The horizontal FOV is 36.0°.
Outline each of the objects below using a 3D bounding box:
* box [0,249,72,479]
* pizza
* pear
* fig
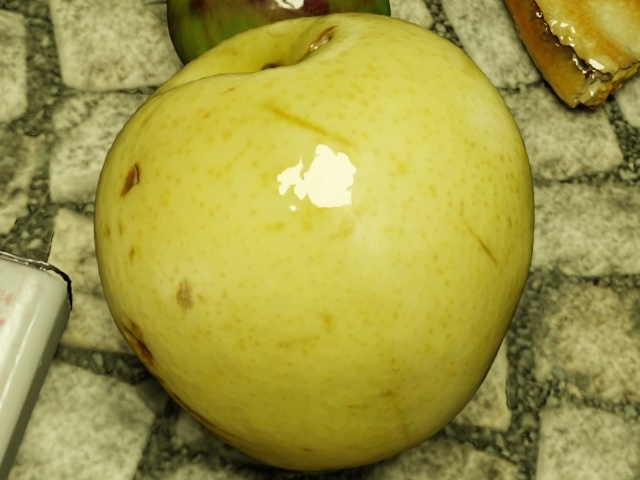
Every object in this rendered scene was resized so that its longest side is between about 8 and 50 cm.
[{"bbox_3d":[-0.310,0.164,0.651,0.190,0.112,0.369,18,64,-5],"label":"box"},{"bbox_3d":[0.282,-0.280,0.978,0.288,0.074,0.251,-31,78,-23],"label":"pizza"},{"bbox_3d":[0.000,0.000,0.681,0.309,0.309,0.309,4,67,-11],"label":"pear"},{"bbox_3d":[-0.030,-0.199,0.831,0.191,0.181,0.181,27,61,-33],"label":"fig"}]
